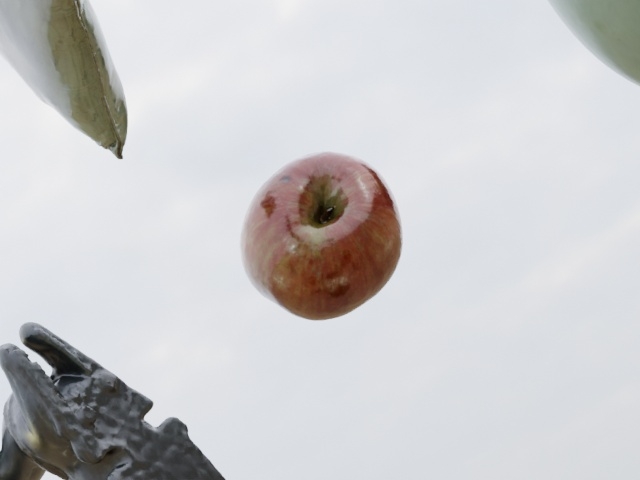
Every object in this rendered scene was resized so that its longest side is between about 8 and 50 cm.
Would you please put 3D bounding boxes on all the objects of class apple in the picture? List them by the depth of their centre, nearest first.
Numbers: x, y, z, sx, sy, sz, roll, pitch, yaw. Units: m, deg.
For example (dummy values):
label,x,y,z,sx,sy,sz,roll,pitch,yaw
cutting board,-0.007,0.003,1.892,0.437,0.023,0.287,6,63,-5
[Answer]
label,x,y,z,sx,sy,sz,roll,pitch,yaw
apple,0.000,0.000,1.626,0.146,0.146,0.131,-26,-27,-16

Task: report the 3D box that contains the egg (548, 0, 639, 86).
label,x,y,z,sx,sy,sz,roll,pitch,yaw
egg,0.363,-0.317,1.926,0.276,0.389,0.276,-35,9,6

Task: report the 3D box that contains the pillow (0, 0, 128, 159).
label,x,y,z,sx,sy,sz,roll,pitch,yaw
pillow,-0.257,-0.205,1.584,0.075,0.302,0.185,-29,-50,-17

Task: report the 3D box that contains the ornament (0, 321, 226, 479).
label,x,y,z,sx,sy,sz,roll,pitch,yaw
ornament,-0.158,0.177,1.143,0.236,0.202,0.080,-46,-1,43
